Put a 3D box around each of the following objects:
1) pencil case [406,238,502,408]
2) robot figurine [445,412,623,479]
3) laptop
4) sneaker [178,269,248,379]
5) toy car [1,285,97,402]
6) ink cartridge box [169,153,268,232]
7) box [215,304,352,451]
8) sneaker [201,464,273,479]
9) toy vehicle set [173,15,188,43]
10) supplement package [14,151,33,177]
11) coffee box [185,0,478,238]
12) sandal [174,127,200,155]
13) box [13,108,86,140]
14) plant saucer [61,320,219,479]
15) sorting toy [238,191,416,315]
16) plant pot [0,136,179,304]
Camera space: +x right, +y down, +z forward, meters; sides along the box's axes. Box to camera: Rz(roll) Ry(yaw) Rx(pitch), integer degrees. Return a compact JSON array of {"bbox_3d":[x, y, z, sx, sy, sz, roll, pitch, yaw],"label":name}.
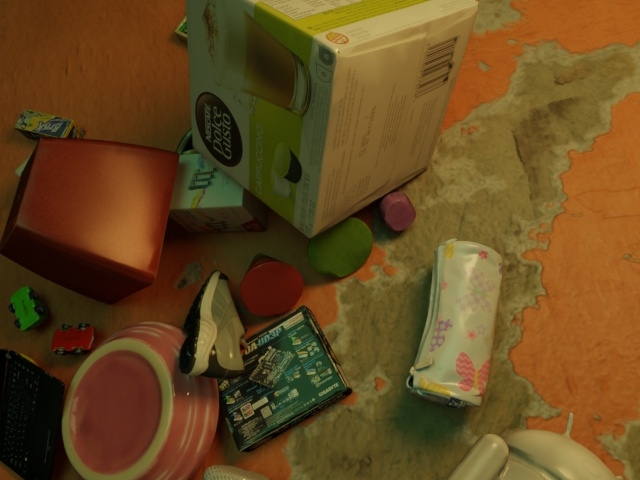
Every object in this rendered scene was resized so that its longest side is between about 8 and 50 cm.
[{"bbox_3d":[0.223,0.138,0.908,0.124,0.113,0.273,17,72,-1],"label":"pencil case"},{"bbox_3d":[0.264,0.397,0.724,0.353,0.200,0.300,-40,107,-18],"label":"robot figurine"},{"bbox_3d":[-0.622,0.334,1.010,0.264,0.137,0.234,18,102,27],"label":"laptop"},{"bbox_3d":[-0.186,0.154,0.996,0.100,0.108,0.271,-59,21,24],"label":"sneaker"},{"bbox_3d":[-0.586,0.195,1.151,0.239,0.053,0.225,-35,63,-1],"label":"toy car"},{"bbox_3d":[-0.209,-0.096,1.119,0.176,0.128,0.127,-1,68,16],"label":"ink cartridge box"},{"bbox_3d":[-0.079,0.246,0.985,0.220,0.051,0.175,-31,63,2],"label":"box"},{"bbox_3d":[-0.049,0.499,0.832,0.366,0.137,0.210,11,73,24],"label":"sneaker"},{"bbox_3d":[-0.226,-0.585,1.375,0.166,0.035,0.267,30,79,25],"label":"toy vehicle set"},{"bbox_3d":[-0.582,-0.134,1.238,0.179,0.105,0.105,30,79,35],"label":"supplement package"},{"bbox_3d":[0.001,-0.276,0.949,0.334,0.337,0.338,38,51,26],"label":"coffee box"},{"bbox_3d":[-0.295,-0.184,1.217,0.049,0.072,0.180,36,83,10],"label":"sandal"},{"bbox_3d":[-0.675,-0.278,1.368,0.169,0.054,0.059,15,74,20],"label":"box"},{"bbox_3d":[-0.343,0.307,0.991,0.332,0.084,0.332,-8,70,22],"label":"plant saucer"},{"bbox_3d":[0.000,0.000,1.055,0.366,0.127,0.126,-31,34,-1],"label":"sorting toy"},{"bbox_3d":[-0.450,-0.049,1.046,0.267,0.236,0.267,-22,56,50],"label":"plant pot"}]
